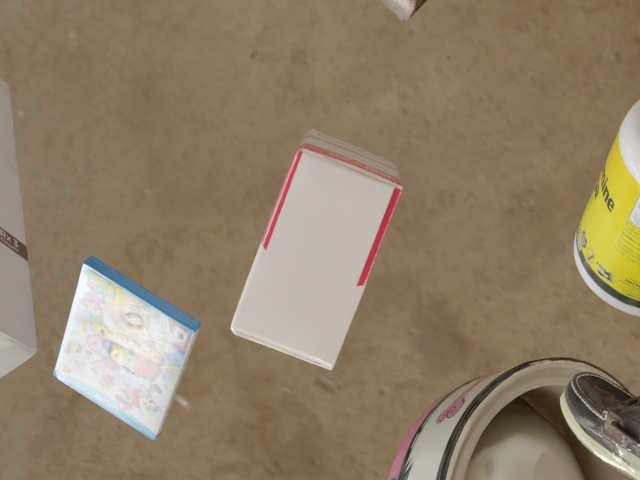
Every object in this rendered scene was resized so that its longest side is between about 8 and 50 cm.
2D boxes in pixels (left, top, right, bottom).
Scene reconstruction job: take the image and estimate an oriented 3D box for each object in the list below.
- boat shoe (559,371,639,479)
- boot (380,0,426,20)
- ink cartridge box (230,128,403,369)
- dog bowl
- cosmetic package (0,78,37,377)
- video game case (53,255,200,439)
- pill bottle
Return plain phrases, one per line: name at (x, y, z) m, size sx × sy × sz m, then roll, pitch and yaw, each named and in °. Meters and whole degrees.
boat shoe at (0.278, 0.161, 1.160) m, size 0.223 × 0.080 × 0.073 m, roll -131°, pitch 47°, yaw -54°
boot at (0.045, -0.166, 0.651) m, size 0.037 × 0.106 × 0.114 m, roll -9°, pitch 22°, yaw 45°
ink cartridge box at (0.000, 0.000, 1.301) m, size 0.100 × 0.237 × 0.172 m, roll 21°, pitch 98°, yaw -1°
dog bowl at (0.249, 0.347, 1.757) m, size 0.150 × 0.408 × 0.408 m, roll -7°, pitch 63°, yaw 53°
cosmetic package at (-0.388, -0.047, 1.260) m, size 0.156 × 0.217 × 0.385 m, roll -32°, pitch 45°, yaw 15°
video game case at (-0.180, 0.101, 1.300) m, size 0.119 × 0.166 × 0.015 m, roll 31°, pitch 44°, yaw 8°
pill bottle at (0.436, -0.067, 1.724) m, size 0.188 × 0.334 × 0.188 m, roll 4°, pitch 54°, yaw -5°
